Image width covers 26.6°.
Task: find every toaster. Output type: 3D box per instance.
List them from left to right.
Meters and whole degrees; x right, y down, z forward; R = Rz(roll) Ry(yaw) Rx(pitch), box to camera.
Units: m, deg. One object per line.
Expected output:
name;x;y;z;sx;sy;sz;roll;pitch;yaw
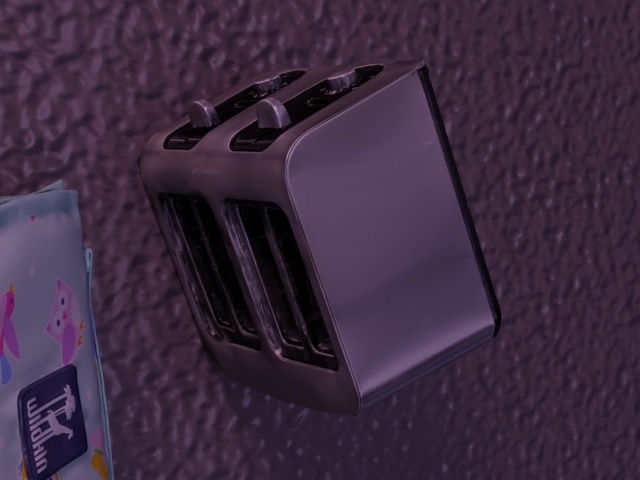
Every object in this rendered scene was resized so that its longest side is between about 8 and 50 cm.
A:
toaster;0.000;0.000;0.743;0.110;0.168;0.186;-28;109;-27

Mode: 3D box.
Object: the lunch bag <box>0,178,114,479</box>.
lunch bag;-0.206;0.096;0.609;0.262;0.160;0.223;-11;97;-39
